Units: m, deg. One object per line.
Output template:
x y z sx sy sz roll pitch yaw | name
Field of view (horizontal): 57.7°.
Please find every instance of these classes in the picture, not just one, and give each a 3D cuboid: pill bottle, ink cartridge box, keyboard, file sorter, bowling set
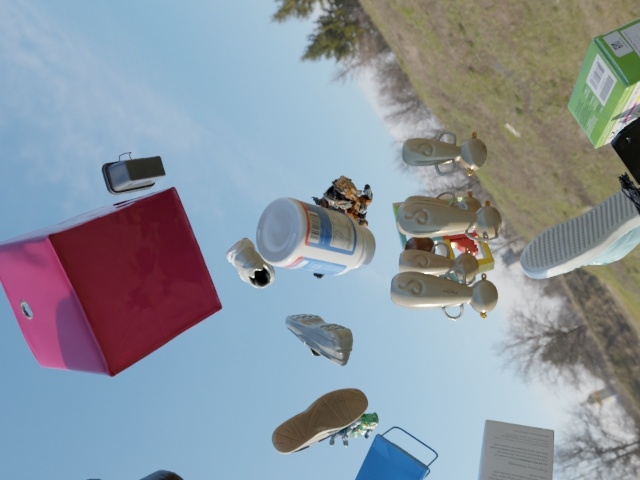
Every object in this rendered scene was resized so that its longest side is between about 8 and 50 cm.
0.000 0.000 1.075 0.222 0.124 0.124 14 -134 -47 | pill bottle
0.534 -0.271 0.887 0.189 0.255 0.097 57 -171 -68 | ink cartridge box
0.512 -0.099 0.902 0.192 0.100 0.038 49 -166 -13 | keyboard
0.149 0.487 1.190 0.118 0.170 0.104 28 -167 26 | file sorter
0.207 -0.016 0.933 0.200 0.154 0.286 33 -118 -74 | bowling set

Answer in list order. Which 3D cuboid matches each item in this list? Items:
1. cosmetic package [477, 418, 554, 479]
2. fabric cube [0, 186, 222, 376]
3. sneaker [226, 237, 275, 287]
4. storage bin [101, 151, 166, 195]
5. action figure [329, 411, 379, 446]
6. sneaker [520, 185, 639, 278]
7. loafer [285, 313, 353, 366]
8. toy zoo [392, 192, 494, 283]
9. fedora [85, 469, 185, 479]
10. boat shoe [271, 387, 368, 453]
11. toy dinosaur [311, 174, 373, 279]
0.413 0.602 1.263 0.197 0.155 0.365 64 -146 -58 | cosmetic package
-0.389 0.073 1.063 0.259 0.258 0.254 -30 -73 -45 | fabric cube
-0.175 0.097 1.627 0.121 0.099 0.262 50 178 24 | sneaker
-0.461 -0.177 1.456 0.135 0.091 0.098 -19 -85 -48 | storage bin
0.103 0.542 1.676 0.137 0.232 0.063 9 -126 -23 | action figure
0.658 0.019 1.398 0.150 0.366 0.135 64 177 -32 | sneaker
-0.015 0.293 1.754 0.112 0.319 0.111 -2 -83 -29 | loafer
0.287 0.001 1.370 0.293 0.192 0.030 -97 -2 -47 | toy zoo
-0.275 0.520 0.993 0.152 0.334 0.334 -29 -93 -50 | fedora
-0.003 0.496 1.593 0.102 0.285 0.092 57 161 20 | boat shoe
0.043 -0.024 1.336 0.164 0.218 0.322 45 170 43 | toy dinosaur
